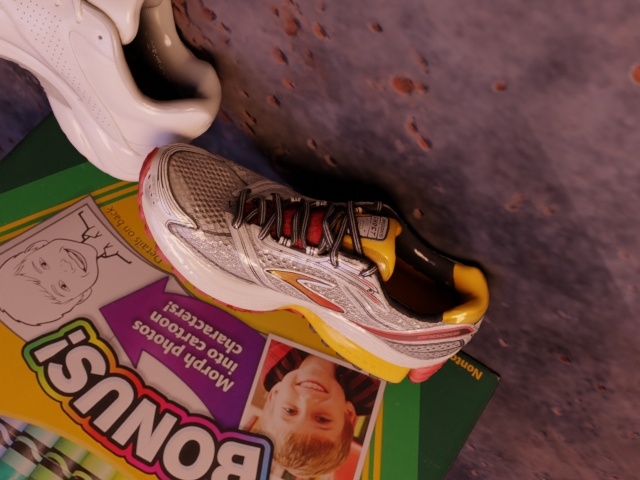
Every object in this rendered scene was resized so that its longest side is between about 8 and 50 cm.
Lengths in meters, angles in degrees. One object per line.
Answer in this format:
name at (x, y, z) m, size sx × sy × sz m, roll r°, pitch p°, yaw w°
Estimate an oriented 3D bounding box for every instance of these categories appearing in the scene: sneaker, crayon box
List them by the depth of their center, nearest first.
sneaker at (-0.143, -0.139, 0.628) m, size 0.232 × 0.090 × 0.115 m, roll 40°, pitch 142°, yaw -22°
sneaker at (0.000, 0.000, 0.651) m, size 0.225 × 0.088 × 0.093 m, roll 26°, pitch 141°, yaw -17°
crayon box at (-0.119, 0.125, 0.711) m, size 0.363 × 0.313 × 0.106 m, roll 32°, pitch 147°, yaw 8°
